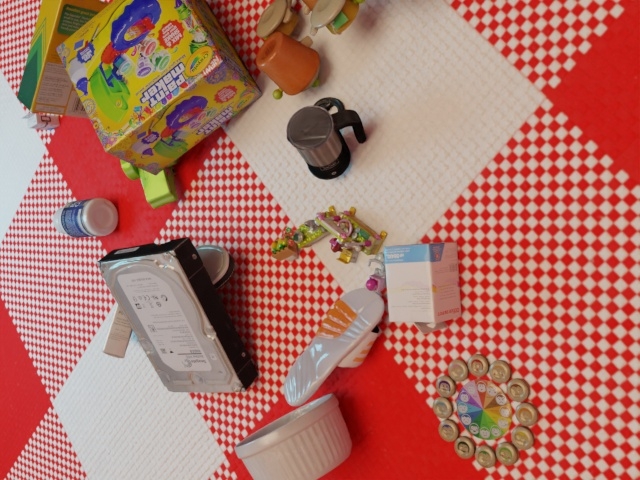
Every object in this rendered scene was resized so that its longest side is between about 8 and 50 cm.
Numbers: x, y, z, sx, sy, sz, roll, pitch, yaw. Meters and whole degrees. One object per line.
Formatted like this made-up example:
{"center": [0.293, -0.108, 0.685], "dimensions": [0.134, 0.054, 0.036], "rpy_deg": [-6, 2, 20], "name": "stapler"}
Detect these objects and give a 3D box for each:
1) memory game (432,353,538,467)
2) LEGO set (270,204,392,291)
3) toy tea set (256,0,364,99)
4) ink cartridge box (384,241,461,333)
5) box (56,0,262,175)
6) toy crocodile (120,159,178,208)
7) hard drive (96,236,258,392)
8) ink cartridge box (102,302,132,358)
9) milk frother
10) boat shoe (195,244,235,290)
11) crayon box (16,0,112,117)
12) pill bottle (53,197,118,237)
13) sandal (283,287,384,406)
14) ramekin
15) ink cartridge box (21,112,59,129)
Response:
{"center": [0.262, 0.275, 1.158], "dimensions": [0.186, 0.012, 0.186], "rpy_deg": [2, 93, 40], "name": "memory game"}
{"center": [0.000, 0.000, 1.298], "dimensions": [0.286, 0.107, 0.132], "rpy_deg": [14, 101, 38], "name": "LEGO set"}
{"center": [0.018, -0.394, 1.286], "dimensions": [0.336, 0.124, 0.200], "rpy_deg": [-25, 47, 40], "name": "toy tea set"}
{"center": [0.168, 0.077, 1.173], "dimensions": [0.089, 0.092, 0.143], "rpy_deg": [-4, 89, 40], "name": "ink cartridge box"}
{"center": [-0.324, -0.340, 1.447], "dimensions": [0.289, 0.177, 0.279], "rpy_deg": [-35, 70, 11], "name": "box"}
{"center": [-0.397, -0.237, 1.619], "dimensions": [0.115, 0.105, 0.341], "rpy_deg": [-24, 81, 14], "name": "toy crocodile"}
{"center": [-0.294, 0.164, 1.470], "dimensions": [0.236, 0.064, 0.339], "rpy_deg": [-7, 117, 35], "name": "hard drive"}
{"center": [-0.437, 0.138, 1.642], "dimensions": [0.189, 0.066, 0.233], "rpy_deg": [-173, 103, -78], "name": "ink cartridge box"}
{"center": [-0.002, -0.204, 1.271], "dimensions": [0.129, 0.135, 0.143], "rpy_deg": [-40, 67, 0], "name": "milk frother"}
{"center": [-0.275, 0.093, 1.542], "dimensions": [0.302, 0.091, 0.115], "rpy_deg": [-19, 55, 40], "name": "boat shoe"}
{"center": [-0.559, -0.451, 1.672], "dimensions": [0.083, 0.203, 0.323], "rpy_deg": [39, 115, 31], "name": "crayon box"}
{"center": [-0.591, -0.054, 1.786], "dimensions": [0.169, 0.094, 0.094], "rpy_deg": [-3, 90, 39], "name": "pill bottle"}
{"center": [0.034, 0.198, 1.299], "dimensions": [0.265, 0.076, 0.102], "rpy_deg": [-51, 40, 16], "name": "sandal"}
{"center": [-0.041, 0.372, 1.293], "dimensions": [0.207, 0.207, 0.109], "rpy_deg": [-33, 81, 35], "name": "ramekin"}
{"center": [-0.745, -0.316, 1.906], "dimensions": [0.048, 0.083, 0.028], "rpy_deg": [-15, 83, 39], "name": "ink cartridge box"}
